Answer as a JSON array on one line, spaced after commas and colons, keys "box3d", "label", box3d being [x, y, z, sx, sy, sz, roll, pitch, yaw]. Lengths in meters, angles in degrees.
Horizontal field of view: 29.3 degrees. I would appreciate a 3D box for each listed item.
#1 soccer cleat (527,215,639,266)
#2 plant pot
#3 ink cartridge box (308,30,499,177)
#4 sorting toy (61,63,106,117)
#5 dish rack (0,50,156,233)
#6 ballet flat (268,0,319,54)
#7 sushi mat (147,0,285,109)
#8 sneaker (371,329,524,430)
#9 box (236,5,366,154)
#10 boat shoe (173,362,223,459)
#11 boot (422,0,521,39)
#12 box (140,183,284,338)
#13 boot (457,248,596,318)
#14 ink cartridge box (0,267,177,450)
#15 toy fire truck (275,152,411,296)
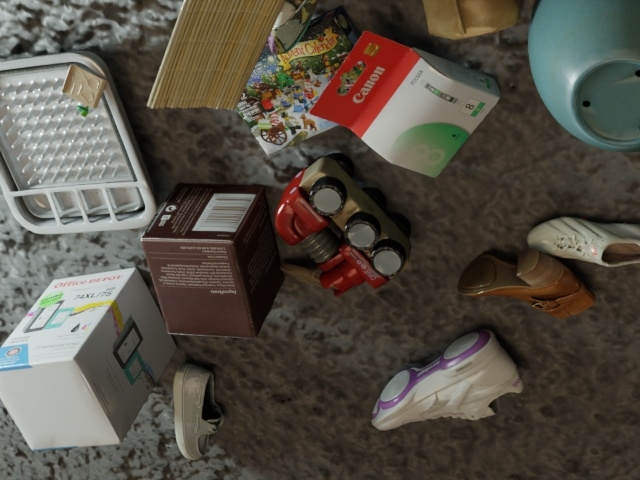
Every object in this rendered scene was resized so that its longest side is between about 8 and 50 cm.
[{"box3d": [0.414, 0.005, 1.892, 0.196, 0.076, 0.068, 1, 125, 19], "label": "soccer cleat"}, {"box3d": [0.412, -0.230, 1.642, 0.290, 0.195, 0.290, 10, 128, 13], "label": "plant pot"}, {"box3d": [0.122, -0.197, 1.809, 0.224, 0.056, 0.181, 15, 134, -25], "label": "ink cartridge box"}, {"box3d": [-0.378, -0.235, 1.943, 0.062, 0.012, 0.083, 25, 125, -6], "label": "sorting toy"}, {"box3d": [-0.429, -0.169, 2.060, 0.285, 0.072, 0.333, -3, 124, 22], "label": "dish rack"}, {"box3d": [-0.029, -0.363, 1.752, 0.079, 0.077, 0.221, 10, 131, -44], "label": "ballet flat"}, {"box3d": [-0.143, -0.287, 1.749, 0.151, 0.019, 0.316, -3, 151, -24], "label": "sushi mat"}, {"box3d": [0.217, 0.278, 2.138, 0.305, 0.114, 0.152, -34, 108, 35], "label": "sneaker"}, {"box3d": [-0.026, -0.241, 1.883, 0.233, 0.044, 0.159, -21, 117, 30], "label": "box"}, {"box3d": [-0.231, 0.338, 2.362, 0.081, 0.079, 0.227, 10, 125, 18], "label": "boat shoe"}, {"box3d": [0.133, -0.400, 1.681, 0.236, 0.089, 0.269, -6, 124, 21], "label": "boot"}, {"box3d": [-0.177, 0.033, 2.059, 0.167, 0.168, 0.203, 1, 125, 18], "label": "box"}, {"box3d": [0.332, 0.083, 1.987, 0.152, 0.073, 0.197, 32, 153, -31], "label": "boot"}, {"box3d": [-0.424, 0.212, 2.213, 0.198, 0.270, 0.197, -9, 120, 24], "label": "ink cartridge box"}, {"box3d": [0.000, 0.000, 2.006, 0.246, 0.158, 0.217, -37, 108, 25], "label": "toy fire truck"}]
